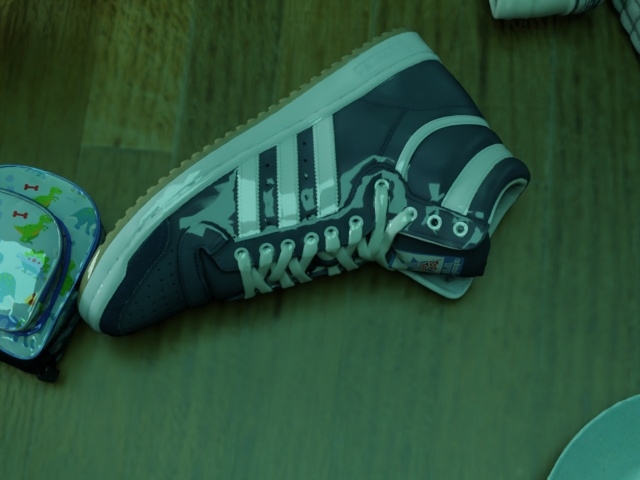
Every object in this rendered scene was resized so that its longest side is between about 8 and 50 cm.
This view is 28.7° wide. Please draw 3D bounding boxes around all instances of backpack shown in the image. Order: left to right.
[{"bbox_3d":[-0.189,0.011,0.772,0.105,0.084,0.114,23,71,6],"label":"backpack"}]

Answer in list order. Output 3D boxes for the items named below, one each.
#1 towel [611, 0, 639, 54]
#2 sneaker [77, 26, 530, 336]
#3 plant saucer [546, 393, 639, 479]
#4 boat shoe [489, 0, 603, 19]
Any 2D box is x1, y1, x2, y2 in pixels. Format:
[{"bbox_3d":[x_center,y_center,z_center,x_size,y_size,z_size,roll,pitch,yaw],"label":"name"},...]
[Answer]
[{"bbox_3d":[0.266,-0.215,0.763,0.121,0.235,0.284,-18,72,-11],"label":"towel"},{"bbox_3d":[0.000,0.000,0.765,0.282,0.099,0.153,-38,73,-14],"label":"sneaker"},{"bbox_3d":[0.220,0.184,0.730,0.194,0.037,0.195,-1,71,2],"label":"plant saucer"},{"bbox_3d":[0.119,-0.273,0.862,0.088,0.096,0.268,-12,80,-8],"label":"boat shoe"}]
